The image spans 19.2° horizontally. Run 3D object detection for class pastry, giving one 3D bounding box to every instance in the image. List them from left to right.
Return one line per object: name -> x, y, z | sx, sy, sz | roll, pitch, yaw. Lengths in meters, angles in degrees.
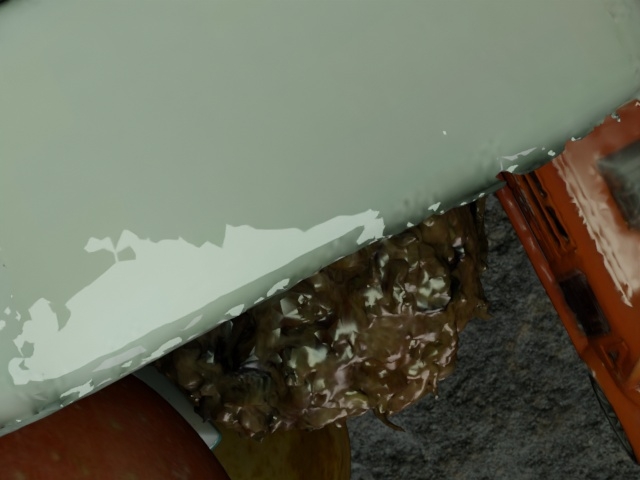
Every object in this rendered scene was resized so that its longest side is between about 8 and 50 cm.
pastry -> 0.000, 0.000, 1.167 | 0.193, 0.275, 0.275 | 11, 151, -43

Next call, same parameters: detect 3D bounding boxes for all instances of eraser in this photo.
eraser -> -0.058, -0.038, 0.776 | 0.331, 0.150, 0.331 | -28, -179, 1

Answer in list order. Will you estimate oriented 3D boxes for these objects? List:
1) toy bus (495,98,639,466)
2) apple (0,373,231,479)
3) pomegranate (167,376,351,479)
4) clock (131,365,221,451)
toy bus -> 0.157, -0.040, 0.921 | 0.143, 0.329, 0.153 | -26, 177, 0
apple -> -0.183, 0.219, 0.940 | 0.348, 0.277, 0.348 | -13, 141, -11
pomegranate -> -0.182, 0.184, 1.489 | 0.417, 0.416, 0.416 | -27, 179, -1
clock -> -0.232, 0.141, 1.189 | 0.262, 0.231, 0.116 | -48, 165, 3
